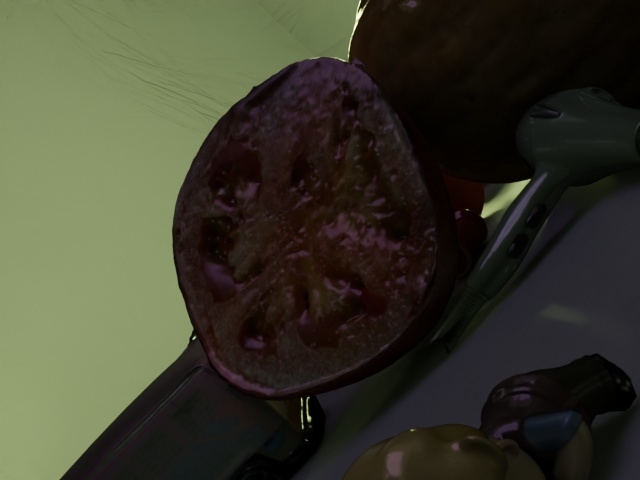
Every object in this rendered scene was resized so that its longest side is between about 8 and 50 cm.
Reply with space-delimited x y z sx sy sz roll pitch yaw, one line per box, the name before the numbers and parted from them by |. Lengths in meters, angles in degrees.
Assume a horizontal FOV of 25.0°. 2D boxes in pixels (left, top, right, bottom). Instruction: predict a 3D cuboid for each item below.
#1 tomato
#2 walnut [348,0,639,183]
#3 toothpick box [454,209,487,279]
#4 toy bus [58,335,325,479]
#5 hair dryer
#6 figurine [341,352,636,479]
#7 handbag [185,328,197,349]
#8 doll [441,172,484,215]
tomato | 0.011 -0.001 1.412 0.338 0.338 0.143 -45 -35 22
walnut | 0.190 -0.213 1.465 0.344 0.306 0.306 -41 7 28
toothpick box | 0.146 0.003 1.514 0.047 0.047 0.083 -44 5 33
toy bus | -0.182 0.271 1.512 0.386 0.162 0.171 -47 6 8
hair dryer | 0.206 -0.027 1.221 0.229 0.092 0.267 -25 36 63
figurine | 0.091 0.129 0.755 0.196 0.108 0.114 -27 0 -43
handbag | -0.043 0.083 1.890 0.325 0.162 0.327 -47 10 26
doll | 0.112 -0.060 1.662 0.130 0.161 0.290 -44 25 35
